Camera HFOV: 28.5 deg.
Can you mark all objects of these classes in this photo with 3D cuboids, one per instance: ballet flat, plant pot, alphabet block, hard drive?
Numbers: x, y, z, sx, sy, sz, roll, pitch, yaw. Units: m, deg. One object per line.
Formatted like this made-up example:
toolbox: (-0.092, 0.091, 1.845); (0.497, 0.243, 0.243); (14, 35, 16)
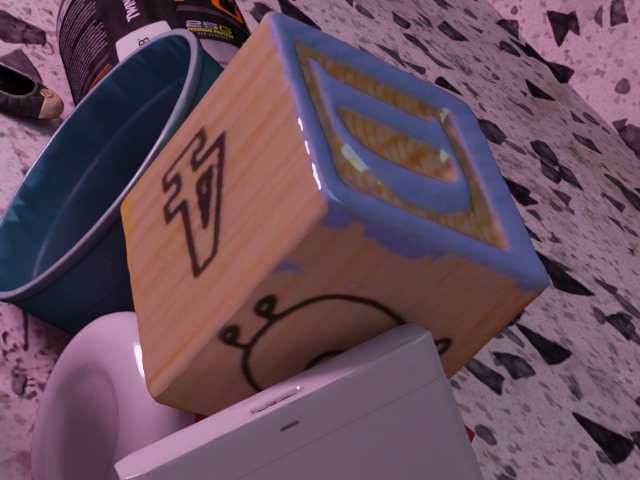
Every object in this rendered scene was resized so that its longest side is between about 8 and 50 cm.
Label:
ballet flat: (-0.343, -0.175, 1.304); (0.173, 0.049, 0.057); (27, 29, -20)
plant pot: (-0.105, 0.003, 1.093); (0.255, 0.271, 0.272); (39, 23, -26)
alphabet block: (0.000, 0.000, 0.853); (0.192, 0.197, 0.193); (20, 36, -31)
hard drive: (0.025, 0.231, 0.783); (0.307, 0.203, 0.040); (69, -14, -15)

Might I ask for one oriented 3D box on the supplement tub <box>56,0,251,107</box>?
supplement tub: (-0.168, -0.182, 1.355); (0.207, 0.207, 0.338); (17, 32, -35)

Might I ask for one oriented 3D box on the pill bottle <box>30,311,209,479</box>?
pill bottle: (-0.043, 0.166, 0.967); (0.323, 0.181, 0.181); (15, 34, -38)

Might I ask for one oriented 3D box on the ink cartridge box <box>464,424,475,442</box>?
ink cartridge box: (0.046, 0.175, 1.187); (0.175, 0.072, 0.127); (39, 26, 4)
